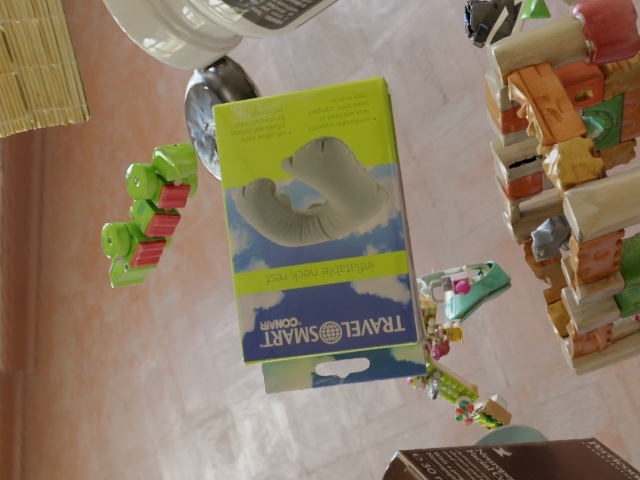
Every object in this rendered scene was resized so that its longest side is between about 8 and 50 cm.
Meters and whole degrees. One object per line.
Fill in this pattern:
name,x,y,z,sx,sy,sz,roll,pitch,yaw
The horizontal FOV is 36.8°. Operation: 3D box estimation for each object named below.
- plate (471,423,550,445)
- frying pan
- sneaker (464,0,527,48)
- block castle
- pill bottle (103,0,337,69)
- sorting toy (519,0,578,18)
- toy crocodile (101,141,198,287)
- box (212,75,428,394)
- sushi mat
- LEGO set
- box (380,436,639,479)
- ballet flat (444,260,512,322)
plate,0.249,0.341,1.318,0.024,0.188,0.188,-165,71,-66
frying pan,-0.129,-0.207,1.259,0.197,0.053,0.326,33,137,43
sneaker,0.346,-0.461,1.870,0.121,0.216,0.079,19,147,6
block castle,0.355,-0.057,1.159,0.453,0.213,0.303,66,-175,-58
pill bottle,-0.031,-0.314,0.873,0.363,0.210,0.210,-27,75,33
sorting toy,0.428,-0.444,1.475,0.347,0.196,0.047,-65,20,-2
toy crocodile,-0.299,-0.039,1.716,0.105,0.115,0.340,51,127,32
box,0.000,0.000,0.577,0.109,0.042,0.178,-9,86,11
sushi mat,-0.383,-0.261,1.161,0.019,0.152,0.316,-109,11,-47
LEGO set,0.178,0.184,1.343,0.107,0.132,0.287,-84,-24,-65
box,0.242,0.330,1.058,0.191,0.381,0.143,38,110,43
ballet flat,0.282,0.093,1.822,0.087,0.247,0.083,52,124,10
